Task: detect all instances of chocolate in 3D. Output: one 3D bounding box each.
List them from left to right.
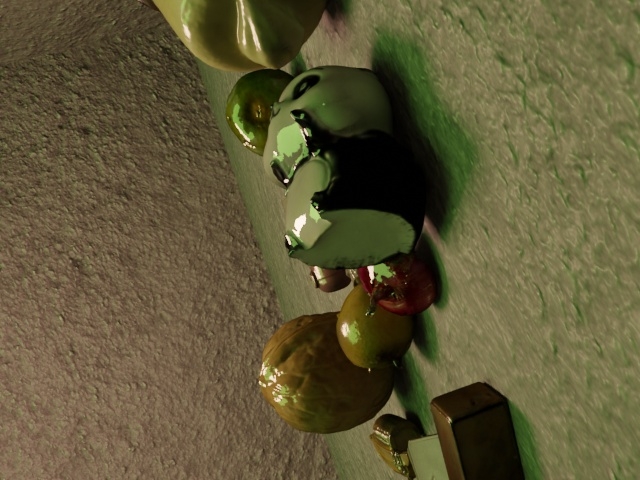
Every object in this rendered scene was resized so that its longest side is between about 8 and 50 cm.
[{"bbox_3d":[-0.151,-0.457,1.288,0.314,0.326,0.297,-55,41,34],"label":"chocolate"}]

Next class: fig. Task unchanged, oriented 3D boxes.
[{"bbox_3d":[-0.113,-0.308,1.787,0.275,0.206,0.206,-50,-55,-75],"label":"fig"}]

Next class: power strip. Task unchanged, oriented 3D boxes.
[{"bbox_3d":[0.252,0.442,1.339,0.213,0.065,0.198,-46,59,62],"label":"power strip"}]

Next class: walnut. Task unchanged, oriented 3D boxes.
[{"bbox_3d":[0.013,0.291,1.656,0.252,0.313,0.277,121,140,-54],"label":"walnut"}]

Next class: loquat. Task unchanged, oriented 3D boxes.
[{"bbox_3d":[0.102,0.154,1.425,0.172,0.149,0.204,81,178,-56],"label":"loquat"}]

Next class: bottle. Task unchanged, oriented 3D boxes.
[{"bbox_3d":[0.000,0.000,1.768,0.120,0.120,0.253,117,135,-75],"label":"bottle"}]

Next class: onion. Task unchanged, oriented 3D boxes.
[{"bbox_3d":[0.111,0.082,1.241,0.150,0.140,0.150,32,150,21],"label":"onion"}]

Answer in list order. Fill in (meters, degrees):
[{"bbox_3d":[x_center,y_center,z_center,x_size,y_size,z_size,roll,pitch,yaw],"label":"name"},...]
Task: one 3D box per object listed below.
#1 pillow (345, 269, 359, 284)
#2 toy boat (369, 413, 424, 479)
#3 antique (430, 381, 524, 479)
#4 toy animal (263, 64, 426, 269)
[{"bbox_3d":[0.069,0.017,1.643,0.135,0.049,0.248,92,162,-71],"label":"pillow"},{"bbox_3d":[0.175,0.450,1.667,0.115,0.089,0.310,64,169,-2],"label":"toy boat"},{"bbox_3d":[0.257,0.382,1.142,0.087,0.093,0.310,-150,44,-74],"label":"antique"},{"bbox_3d":[0.030,-0.127,1.169,0.251,0.251,0.310,95,168,-63],"label":"toy animal"}]
